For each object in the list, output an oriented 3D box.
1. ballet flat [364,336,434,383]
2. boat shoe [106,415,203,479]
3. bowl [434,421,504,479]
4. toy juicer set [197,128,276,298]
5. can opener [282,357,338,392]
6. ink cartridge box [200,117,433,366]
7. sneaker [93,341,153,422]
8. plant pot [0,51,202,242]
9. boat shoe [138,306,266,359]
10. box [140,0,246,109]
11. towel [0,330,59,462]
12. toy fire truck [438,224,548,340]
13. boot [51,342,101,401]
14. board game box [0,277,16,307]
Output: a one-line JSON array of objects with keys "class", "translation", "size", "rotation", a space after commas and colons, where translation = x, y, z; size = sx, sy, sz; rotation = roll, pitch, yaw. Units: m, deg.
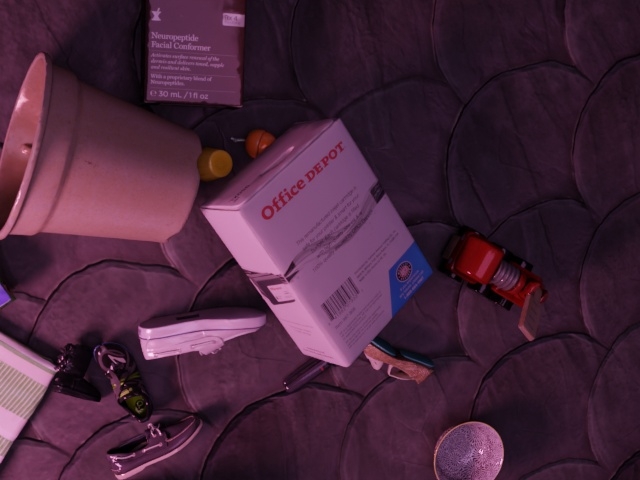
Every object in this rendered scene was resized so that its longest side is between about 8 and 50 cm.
[{"class": "ballet flat", "translation": [0.153, 0.261, 1.871], "size": [0.206, 0.073, 0.067], "rotation": [26, 105, -14]}, {"class": "boat shoe", "translation": [-0.340, 0.409, 1.749], "size": [0.206, 0.075, 0.065], "rotation": [-30, 108, -5]}, {"class": "bowl", "translation": [0.321, 0.479, 1.942], "size": [0.170, 0.080, 0.170], "rotation": [-2, 98, -15]}, {"class": "toy juicer set", "translation": [-0.114, -0.071, 1.746], "size": [0.209, 0.089, 0.329], "rotation": [-34, 111, -29]}, {"class": "can opener", "translation": [0.000, 0.264, 1.830], "size": [0.186, 0.059, 0.073], "rotation": [-34, 106, -9]}, {"class": "ink cartridge box", "translation": [0.000, 0.000, 1.674], "size": [0.285, 0.166, 0.395], "rotation": [-45, 116, -25]}, {"class": "sneaker", "translation": [-0.387, 0.284, 1.714], "size": [0.067, 0.078, 0.188], "rotation": [-29, 104, -10]}, {"class": "plant pot", "translation": [-0.395, -0.131, 1.549], "size": [0.305, 0.334, 0.334], "rotation": [15, 94, -28]}, {"class": "boat shoe", "translation": [-0.237, 0.191, 1.745], "size": [0.258, 0.095, 0.084], "rotation": [-6, 104, -4]}, {"class": "box", "translation": [-0.239, -0.443, 1.619], "size": [0.191, 0.143, 0.381], "rotation": [0, 96, -15]}, {"class": "towel", "translation": [-0.689, 0.321, 1.640], "size": [0.248, 0.038, 0.325], "rotation": [35, 81, -19]}, {"class": "toy fire truck", "translation": [0.385, 0.093, 1.815], "size": [0.217, 0.246, 0.158], "rotation": [30, 89, -18]}, {"class": "boot", "translation": [-0.474, 0.262, 1.702], "size": [0.121, 0.045, 0.099], "rotation": [31, 65, -44]}, {"class": "board game box", "translation": [-0.760, 0.114, 1.577], "size": [0.317, 0.046, 0.213], "rotation": [-36, 91, -8]}]
